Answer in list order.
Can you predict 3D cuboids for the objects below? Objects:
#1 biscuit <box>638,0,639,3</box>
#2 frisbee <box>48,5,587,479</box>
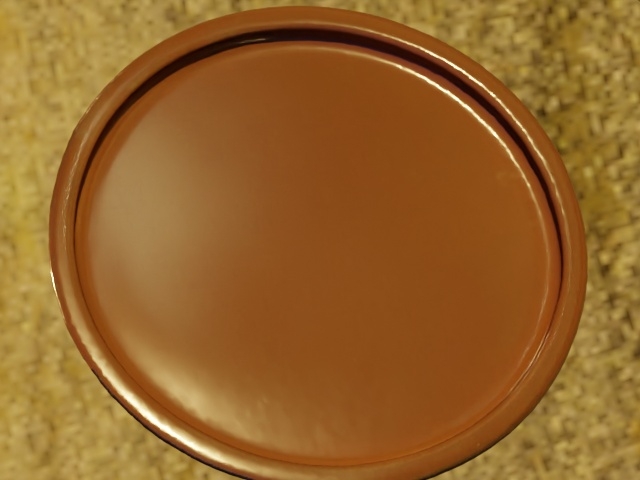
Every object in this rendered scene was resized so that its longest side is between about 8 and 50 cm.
[{"bbox_3d":[0.293,-0.283,1.735,0.121,0.199,0.040,-55,21,-5],"label":"biscuit"},{"bbox_3d":[0.000,0.000,0.895,0.251,0.250,0.021,59,160,21],"label":"frisbee"}]
